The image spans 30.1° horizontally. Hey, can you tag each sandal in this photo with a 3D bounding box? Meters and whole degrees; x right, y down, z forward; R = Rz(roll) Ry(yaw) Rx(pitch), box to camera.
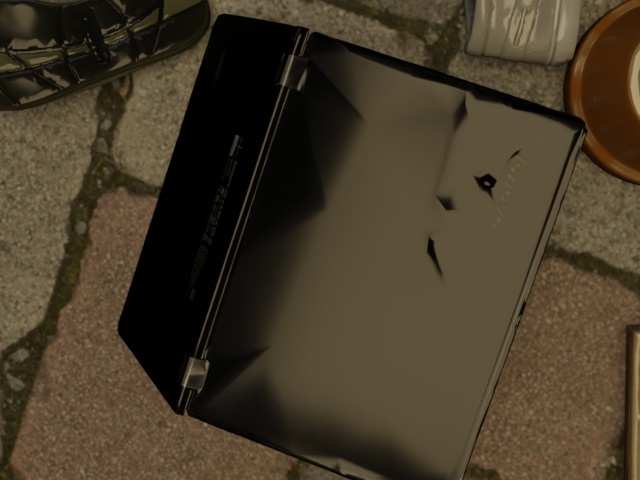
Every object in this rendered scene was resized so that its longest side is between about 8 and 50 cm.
[{"bbox_3d":[-0.267,-0.210,1.298,0.303,0.086,0.120,-13,87,-8],"label":"sandal"}]

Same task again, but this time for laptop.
[{"bbox_3d":[0.000,0.000,1.196,0.236,0.408,0.382,16,96,-25],"label":"laptop"}]

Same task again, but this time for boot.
[{"bbox_3d":[0.209,-0.313,1.231,0.123,0.095,0.258,4,95,-1],"label":"boot"}]

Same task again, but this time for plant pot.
[{"bbox_3d":[0.355,-0.152,1.184,0.205,0.188,0.205,0,95,5],"label":"plant pot"}]

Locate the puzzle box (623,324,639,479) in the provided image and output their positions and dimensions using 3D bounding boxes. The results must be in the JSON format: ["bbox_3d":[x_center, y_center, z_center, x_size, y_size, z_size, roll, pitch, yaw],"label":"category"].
[{"bbox_3d":[0.466,0.295,1.277,0.272,0.052,0.409,-1,94,5],"label":"puzzle box"}]
